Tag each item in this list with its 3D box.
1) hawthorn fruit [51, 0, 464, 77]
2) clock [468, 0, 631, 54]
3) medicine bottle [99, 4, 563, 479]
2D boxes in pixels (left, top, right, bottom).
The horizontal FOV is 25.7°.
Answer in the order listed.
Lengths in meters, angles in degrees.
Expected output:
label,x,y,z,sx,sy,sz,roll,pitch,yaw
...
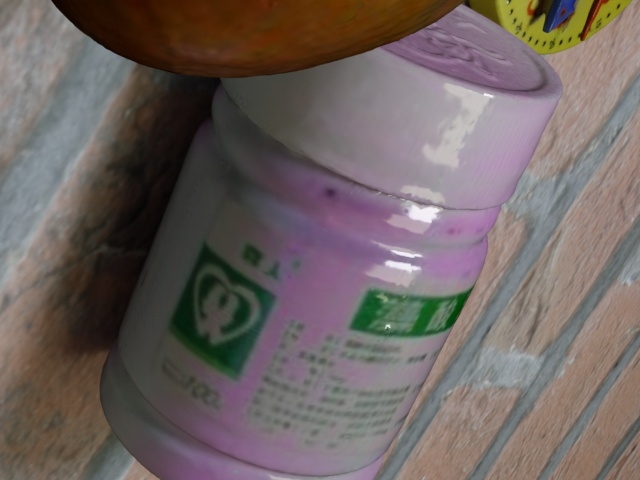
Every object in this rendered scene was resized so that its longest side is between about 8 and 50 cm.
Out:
label,x,y,z,sx,sy,sz,roll,pitch,yaw
hawthorn fruit,-0.035,-0.196,0.614,0.300,0.268,0.268,-29,144,-22
clock,0.224,-0.267,1.096,0.293,0.071,0.277,-42,149,-20
medicine bottle,0.000,0.000,0.923,0.212,0.212,0.326,-7,127,-52
